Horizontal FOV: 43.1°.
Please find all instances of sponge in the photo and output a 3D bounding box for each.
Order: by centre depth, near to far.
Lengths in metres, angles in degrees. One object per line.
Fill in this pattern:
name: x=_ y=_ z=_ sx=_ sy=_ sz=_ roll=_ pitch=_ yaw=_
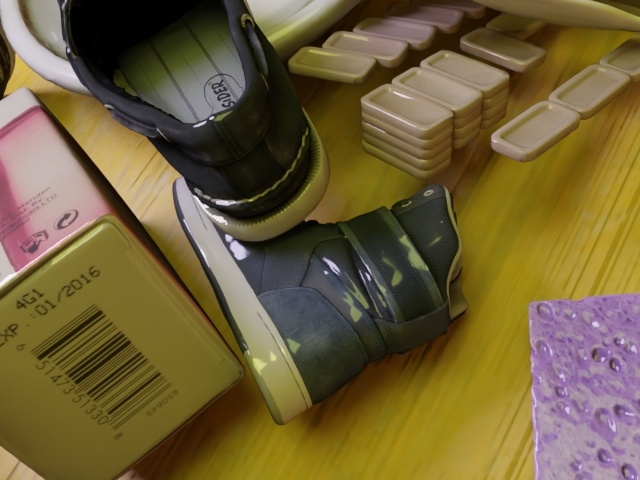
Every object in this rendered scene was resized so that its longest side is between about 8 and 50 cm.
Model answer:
sponge: x=0.220 y=0.081 z=0.432 sx=0.210 sy=0.031 sz=0.117 roll=-7 pitch=57 yaw=18

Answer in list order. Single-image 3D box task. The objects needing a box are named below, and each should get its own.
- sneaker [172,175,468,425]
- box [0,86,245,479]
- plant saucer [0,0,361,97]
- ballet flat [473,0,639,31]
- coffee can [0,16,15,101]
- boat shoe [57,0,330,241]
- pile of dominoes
sneaker: x=0.001 y=0.002 z=0.540 sx=0.163 sy=0.086 sz=0.226 roll=-28 pitch=44 yaw=-8
box: x=-0.172 y=0.021 z=0.518 sx=0.127 sy=0.148 sz=0.232 roll=-38 pitch=39 yaw=-7
plant saucer: x=-0.089 y=-0.262 z=0.728 sx=0.401 sy=0.100 sz=0.400 roll=-9 pitch=57 yaw=15
ballet flat: x=0.231 y=-0.229 z=0.539 sx=0.483 sy=0.164 sz=0.182 roll=-6 pitch=82 yaw=-2
coffee can: x=-0.388 y=-0.077 z=0.664 sx=0.202 sy=0.201 sz=0.275 roll=-7 pitch=57 yaw=17
boat shoe: x=-0.114 y=-0.148 z=0.536 sx=0.127 sy=0.113 sz=0.340 roll=-31 pitch=59 yaw=3
pile of dominoes: x=0.126 y=-0.127 z=0.576 sx=0.251 sy=0.040 sz=0.196 roll=-34 pitch=48 yaw=-31
